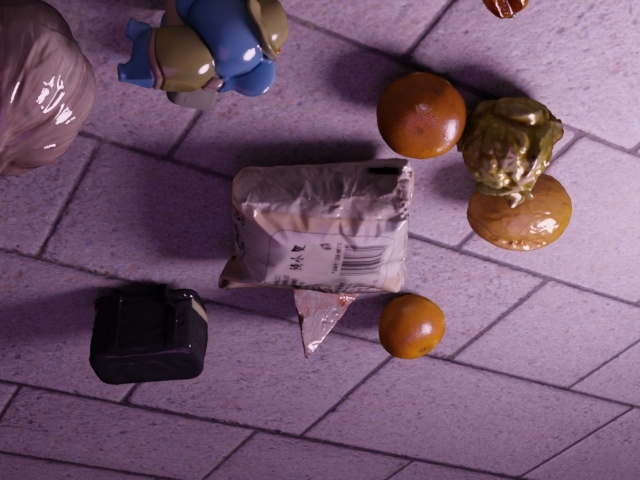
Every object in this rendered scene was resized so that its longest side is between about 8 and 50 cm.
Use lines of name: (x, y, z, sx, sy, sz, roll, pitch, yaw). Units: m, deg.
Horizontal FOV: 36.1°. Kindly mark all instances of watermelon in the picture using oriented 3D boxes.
watermelon: (-0.026, 0.160, 2.154, 0.136, 0.202, 0.207, 36, 138, 11)

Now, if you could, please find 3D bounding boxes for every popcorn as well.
popcorn: (0.335, -0.164, 1.735, 0.167, 0.185, 0.187, -10, 155, 37)

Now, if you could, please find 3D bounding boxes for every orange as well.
orange: (0.203, 0.192, 2.222, 0.159, 0.136, 0.159, -19, 153, -10)
orange: (0.173, -0.216, 1.689, 0.156, 0.124, 0.156, 4, 127, 5)

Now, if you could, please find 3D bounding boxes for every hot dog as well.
hot dog: (0.265, -0.412, 1.497, 0.072, 0.055, 0.188, -21, 140, 16)

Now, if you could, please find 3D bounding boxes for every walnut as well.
walnut: (0.384, -0.056, 1.902, 0.207, 0.159, 0.159, -3, 143, -11)

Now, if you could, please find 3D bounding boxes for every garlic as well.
garlic: (-0.494, -0.224, 1.496, 0.318, 0.259, 0.317, -1, 139, -1)

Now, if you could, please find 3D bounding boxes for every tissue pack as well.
tissue pack: (0.000, 0.000, 1.900, 0.390, 0.195, 0.375, 1, 147, -7)

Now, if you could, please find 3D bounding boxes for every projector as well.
projector: (-0.202, -0.273, 1.605, 0.083, 0.083, 0.082, 10, 140, -19)

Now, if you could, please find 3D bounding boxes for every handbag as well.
handbag: (-0.371, 0.206, 2.139, 0.255, 0.181, 0.181, -6, 144, 5)

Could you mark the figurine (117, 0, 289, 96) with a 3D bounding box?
figurine: (-0.178, -0.311, 1.481, 0.262, 0.179, 0.153, -5, 150, -13)
